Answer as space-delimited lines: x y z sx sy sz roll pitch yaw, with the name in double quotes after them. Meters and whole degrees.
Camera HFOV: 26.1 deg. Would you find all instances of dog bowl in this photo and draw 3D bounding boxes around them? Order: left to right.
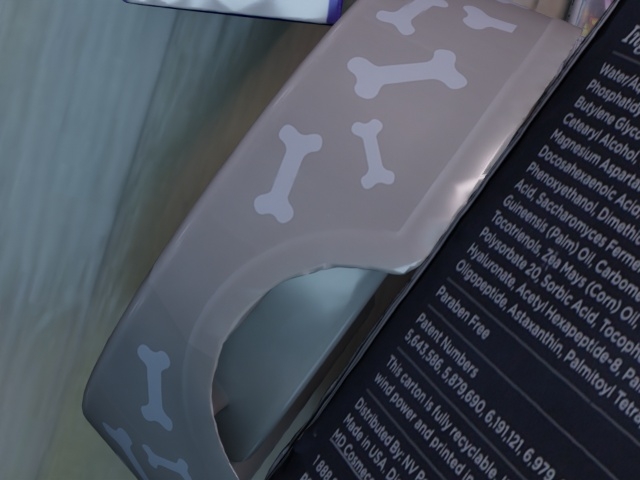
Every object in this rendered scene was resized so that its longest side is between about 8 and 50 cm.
0.000 0.000 0.761 0.102 0.349 0.349 36 96 2 "dog bowl"

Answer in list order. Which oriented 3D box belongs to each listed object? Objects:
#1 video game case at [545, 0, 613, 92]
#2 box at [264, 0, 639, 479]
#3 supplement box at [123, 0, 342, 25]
0.261 -0.154 0.906 0.190 0.022 0.173 14 99 -8 "video game case"
0.317 0.103 0.756 0.480 0.297 0.472 32 96 -32 "box"
-0.047 -0.183 0.771 0.113 0.220 0.111 6 100 -5 "supplement box"
